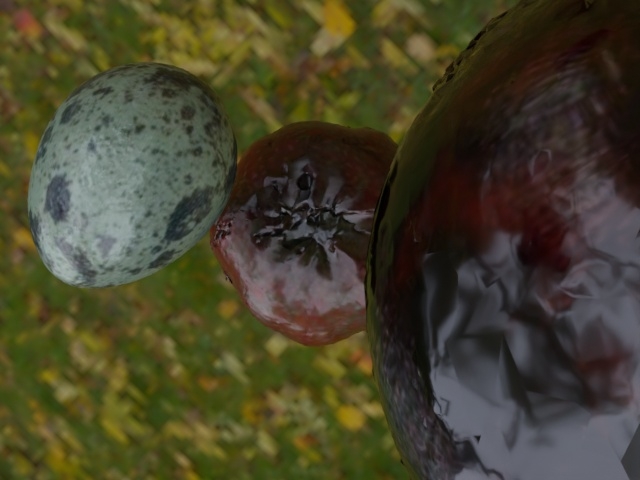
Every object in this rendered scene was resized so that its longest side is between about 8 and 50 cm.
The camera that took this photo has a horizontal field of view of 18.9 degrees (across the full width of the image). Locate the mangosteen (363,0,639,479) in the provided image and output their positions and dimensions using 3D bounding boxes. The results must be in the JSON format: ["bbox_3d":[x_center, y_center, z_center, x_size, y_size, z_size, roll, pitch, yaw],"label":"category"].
[{"bbox_3d":[0.220,0.064,0.894,0.381,0.381,0.421,8,124,41],"label":"mangosteen"}]

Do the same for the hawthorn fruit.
[{"bbox_3d":[0.000,0.000,1.527,0.181,0.181,0.235,36,172,9],"label":"hawthorn fruit"}]

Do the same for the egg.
[{"bbox_3d":[-0.130,-0.043,1.307,0.132,0.172,0.132,26,155,13],"label":"egg"}]
